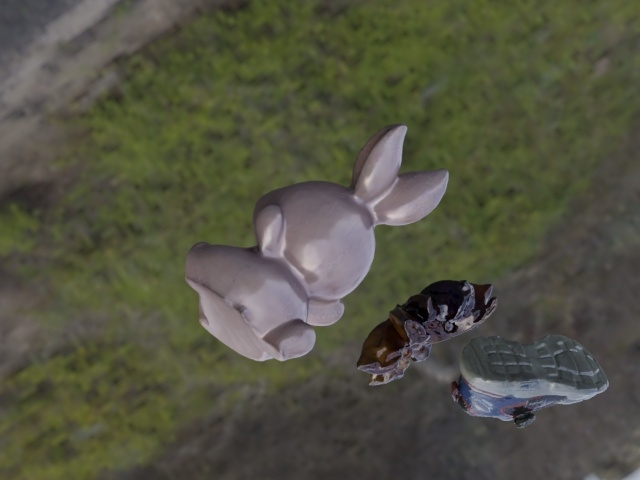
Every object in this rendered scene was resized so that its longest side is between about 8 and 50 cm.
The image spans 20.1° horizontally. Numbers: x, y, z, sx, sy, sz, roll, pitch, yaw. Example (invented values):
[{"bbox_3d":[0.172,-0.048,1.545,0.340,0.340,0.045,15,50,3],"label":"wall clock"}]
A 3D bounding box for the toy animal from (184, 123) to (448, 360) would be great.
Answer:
[{"bbox_3d":[-0.001,-0.001,1.405,0.212,0.124,0.124,-42,173,-17],"label":"toy animal"}]

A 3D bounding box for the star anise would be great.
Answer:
[{"bbox_3d":[0.095,0.086,1.771,0.168,0.057,0.168,-28,165,-8],"label":"star anise"}]

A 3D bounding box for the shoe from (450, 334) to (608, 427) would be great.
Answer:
[{"bbox_3d":[0.262,0.195,2.331,0.228,0.099,0.125,6,129,-29],"label":"shoe"}]
